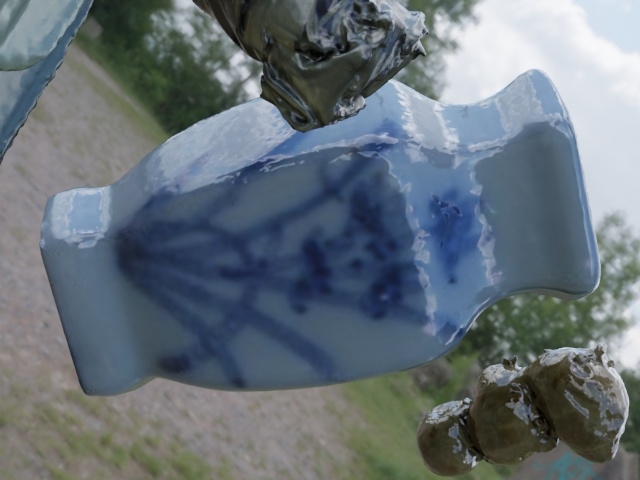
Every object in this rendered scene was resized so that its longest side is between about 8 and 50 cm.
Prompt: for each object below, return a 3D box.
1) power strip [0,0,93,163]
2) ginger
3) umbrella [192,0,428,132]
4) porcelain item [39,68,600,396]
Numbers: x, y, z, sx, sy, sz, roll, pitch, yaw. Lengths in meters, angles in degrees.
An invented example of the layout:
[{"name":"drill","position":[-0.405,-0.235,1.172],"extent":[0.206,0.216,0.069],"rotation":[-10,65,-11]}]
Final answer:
[{"name":"power strip","position":[-0.119,-0.115,0.349],"extent":[0.064,0.198,0.213],"rotation":[23,-9,22]},{"name":"ginger","position":[0.166,0.154,0.918],"extent":[0.080,0.204,0.104],"rotation":[-17,88,-55]},{"name":"umbrella","position":[-0.089,-0.211,0.652],"extent":[0.357,0.106,0.113],"rotation":[41,42,9]},{"name":"porcelain item","position":[0.000,0.000,0.841],"extent":[0.178,0.405,0.243],"rotation":[-103,179,-74]}]
